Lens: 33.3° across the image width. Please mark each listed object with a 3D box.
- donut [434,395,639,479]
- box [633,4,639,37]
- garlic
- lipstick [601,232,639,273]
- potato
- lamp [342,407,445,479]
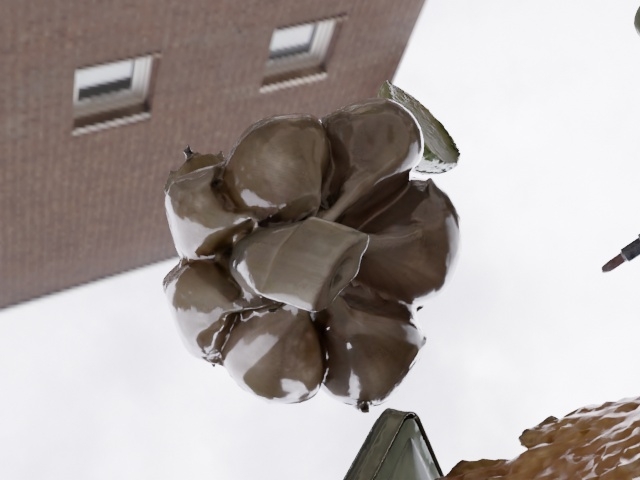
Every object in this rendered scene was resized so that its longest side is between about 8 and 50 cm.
[{"bbox_3d":[-0.003,0.216,0.433,0.435,0.377,0.163,-24,-97,14],"label":"donut"},{"bbox_3d":[0.610,-0.276,1.284,0.344,0.352,0.177,36,-179,-33],"label":"box"},{"bbox_3d":[0.000,0.000,0.415,0.127,0.194,0.131,5,-96,-7],"label":"garlic"},{"bbox_3d":[0.373,0.006,1.248,0.025,0.107,0.025,28,-150,-55],"label":"lipstick"},{"bbox_3d":[0.091,-0.109,1.136,0.119,0.054,0.198,48,-162,-6],"label":"potato"},{"bbox_3d":[0.069,0.341,1.035,0.047,0.269,0.266,0,-143,34],"label":"lamp"}]
